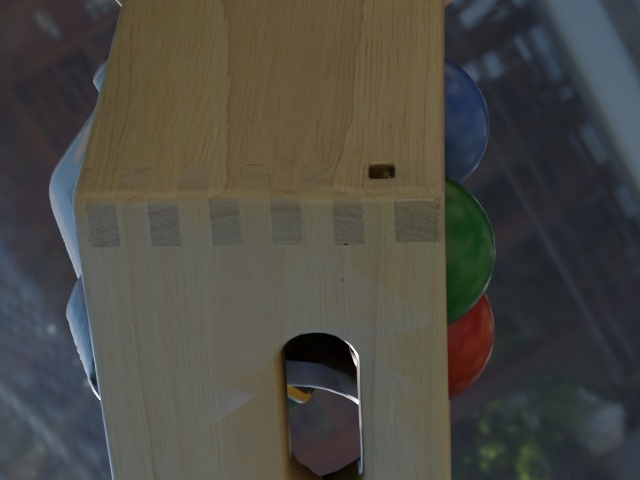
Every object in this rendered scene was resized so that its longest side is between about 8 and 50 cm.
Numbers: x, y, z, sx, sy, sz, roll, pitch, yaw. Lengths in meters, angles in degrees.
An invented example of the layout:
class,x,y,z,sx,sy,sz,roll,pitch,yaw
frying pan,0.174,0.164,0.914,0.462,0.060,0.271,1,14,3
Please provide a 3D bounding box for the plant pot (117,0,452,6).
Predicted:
class,x,y,z,sx,sy,sz,roll,pitch,yaw
plant pot,-0.062,-0.232,1.506,0.291,0.203,0.291,48,-179,-1

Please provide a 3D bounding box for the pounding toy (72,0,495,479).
class,x,y,z,sx,sy,sz,roll,pitch,yaw
pounding toy,0.001,0.004,0.549,0.206,0.094,0.181,-85,-7,-54

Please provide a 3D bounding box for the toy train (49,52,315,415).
class,x,y,z,sx,sy,sz,roll,pitch,yaw
toy train,-0.057,-0.026,1.003,0.142,0.190,0.334,33,-171,-25
